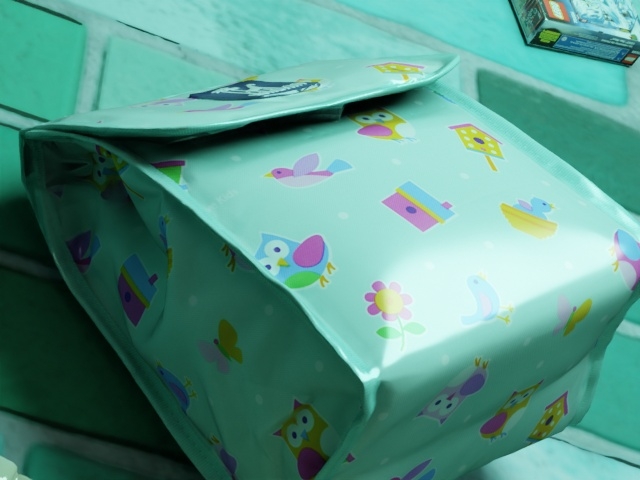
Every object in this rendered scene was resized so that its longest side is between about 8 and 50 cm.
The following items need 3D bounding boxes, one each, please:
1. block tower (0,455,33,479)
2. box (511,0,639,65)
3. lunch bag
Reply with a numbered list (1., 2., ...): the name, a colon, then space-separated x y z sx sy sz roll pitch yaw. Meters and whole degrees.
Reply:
1. block tower: -0.020 0.215 0.737 0.335 0.097 0.091 29 42 -9
2. box: 0.175 -0.191 1.285 0.094 0.027 0.137 9 48 -28
3. lunch bag: 0.000 0.000 0.903 0.223 0.160 0.262 -19 53 -39
